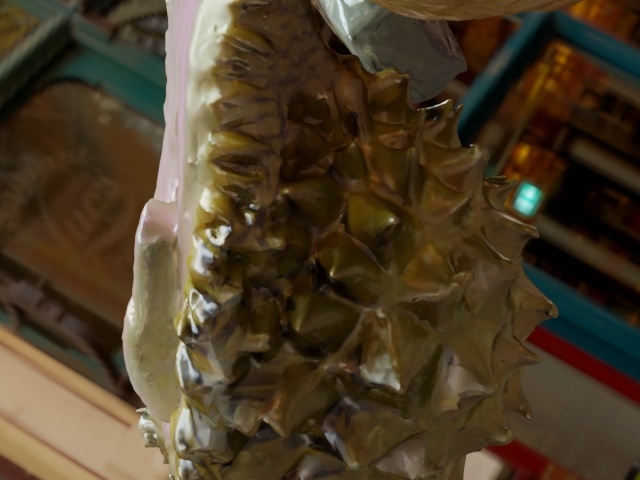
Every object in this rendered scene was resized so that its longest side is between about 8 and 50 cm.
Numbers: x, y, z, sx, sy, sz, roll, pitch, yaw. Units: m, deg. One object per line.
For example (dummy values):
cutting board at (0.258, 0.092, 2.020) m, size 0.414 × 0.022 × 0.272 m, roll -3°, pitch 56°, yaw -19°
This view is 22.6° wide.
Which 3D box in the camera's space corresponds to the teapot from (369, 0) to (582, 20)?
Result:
teapot at (0.085, -0.150, 0.466) m, size 0.203 × 0.167 × 0.311 m, roll -65°, pitch 8°, yaw -2°

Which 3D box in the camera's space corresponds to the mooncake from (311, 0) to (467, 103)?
mooncake at (0.039, -0.166, 1.135) m, size 0.073 × 0.125 × 0.130 m, roll -39°, pitch -36°, yaw 3°

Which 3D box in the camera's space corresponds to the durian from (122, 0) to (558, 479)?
durian at (-0.009, 0.006, 0.452) m, size 0.078 × 0.140 × 0.224 m, roll -67°, pitch -28°, yaw -54°
